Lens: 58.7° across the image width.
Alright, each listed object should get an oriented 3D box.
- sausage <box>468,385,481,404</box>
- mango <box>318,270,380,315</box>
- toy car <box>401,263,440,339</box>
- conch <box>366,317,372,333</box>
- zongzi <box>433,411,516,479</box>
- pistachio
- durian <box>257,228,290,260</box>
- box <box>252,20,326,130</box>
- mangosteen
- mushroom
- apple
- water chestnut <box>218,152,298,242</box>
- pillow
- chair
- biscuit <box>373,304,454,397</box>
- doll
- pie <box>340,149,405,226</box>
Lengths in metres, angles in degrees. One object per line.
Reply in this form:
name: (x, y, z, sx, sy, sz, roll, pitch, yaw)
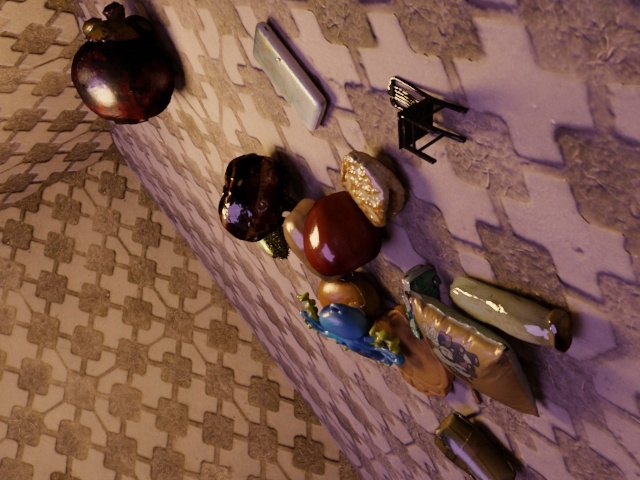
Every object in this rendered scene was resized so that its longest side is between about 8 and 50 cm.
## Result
sausage: (0.430, 0.421, 1.597, 0.100, 0.015, 0.015, 62, 157, -13)
mango: (0.090, 0.173, 1.803, 0.236, 0.136, 0.167, 16, 129, 43)
toy car: (0.262, 0.160, 1.491, 0.076, 0.090, 0.224, 37, 151, 46)
conch: (0.127, 0.298, 1.919, 0.106, 0.116, 0.173, 48, 154, 23)
zongzi: (0.459, 0.659, 1.743, 0.260, 0.123, 0.289, 43, 164, 23)
pistachio: (0.000, 0.000, 1.721, 0.261, 0.163, 0.212, 53, 146, -1)
durian: (-0.183, -0.013, 2.168, 0.221, 0.137, 0.095, 51, 123, 27)
box: (-0.084, -0.424, 1.479, 0.285, 0.044, 0.142, 53, 162, 9)
mangosteen: (-0.749, -0.642, 2.140, 0.422, 0.380, 0.381, 66, 159, 8)
mushroom: (0.399, 0.155, 1.219, 0.312, 0.081, 0.100, 21, 138, 57)
apple: (0.053, -0.010, 1.538, 0.234, 0.234, 0.234, 44, 155, 27)
water chestnut: (-0.187, -0.137, 1.842, 0.300, 0.300, 0.300, 44, 155, 27)
pillow: (0.362, 0.270, 1.363, 0.310, 0.119, 0.312, 27, 160, 46)
chair: (0.174, -0.242, 1.114, 0.212, 0.101, 0.084, 37, 151, 37)
biscuit: (0.278, 0.349, 1.760, 0.312, 0.057, 0.351, 57, 158, 1)
doll: (0.105, 0.274, 1.736, 0.346, 0.099, 0.341, 16, 157, 29)
pie: (0.124, -0.128, 1.392, 0.179, 0.084, 0.205, 49, 159, 25)
